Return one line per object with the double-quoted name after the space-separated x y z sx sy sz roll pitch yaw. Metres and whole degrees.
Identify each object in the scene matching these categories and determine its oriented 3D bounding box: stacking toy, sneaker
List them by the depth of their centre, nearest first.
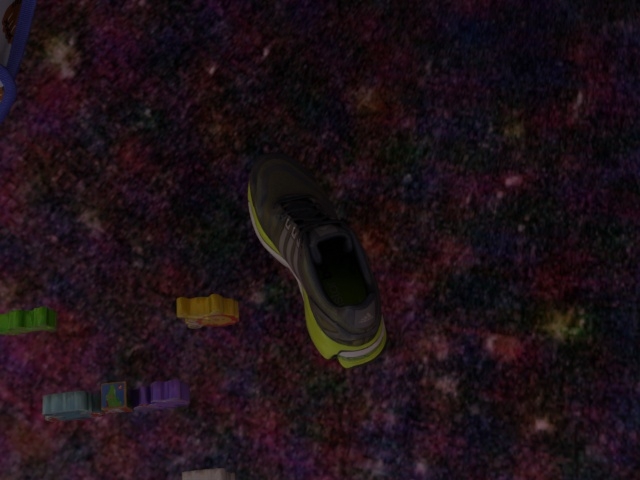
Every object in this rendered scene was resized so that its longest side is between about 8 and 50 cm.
-0.178 0.139 0.768 0.221 0.167 0.052 -5 159 3 "stacking toy"
0.000 0.000 1.066 0.111 0.300 0.121 -22 152 -18 "sneaker"

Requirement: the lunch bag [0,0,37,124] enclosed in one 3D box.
-0.477 -0.260 0.903 0.327 0.386 0.238 17 -179 -44 "lunch bag"
